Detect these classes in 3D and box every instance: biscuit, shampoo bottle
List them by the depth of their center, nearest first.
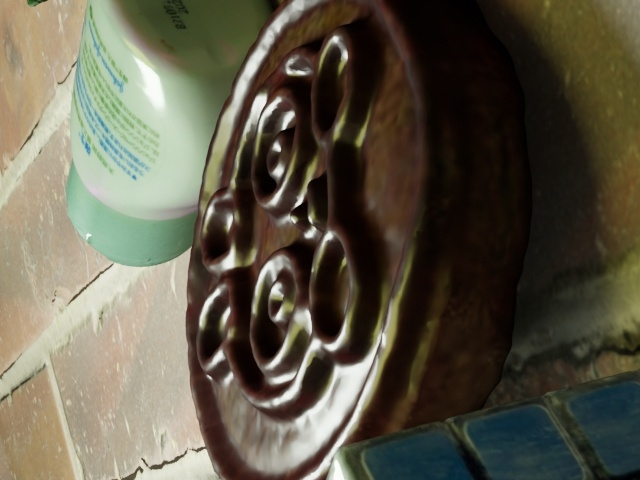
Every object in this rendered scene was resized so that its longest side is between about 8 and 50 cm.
[{"bbox_3d":[0.000,0.000,1.013,0.407,0.091,0.407,-29,57,59],"label":"biscuit"},{"bbox_3d":[-0.151,-0.108,1.349,0.222,0.151,0.349,58,149,24],"label":"shampoo bottle"}]

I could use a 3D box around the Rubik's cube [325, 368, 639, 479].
[{"bbox_3d":[0.138,0.248,0.777,0.256,0.259,0.253,60,151,33],"label":"Rubik's cube"}]

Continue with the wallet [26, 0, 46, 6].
[{"bbox_3d":[-0.239,-0.345,1.446,0.236,0.055,0.160,-18,67,46],"label":"wallet"}]
